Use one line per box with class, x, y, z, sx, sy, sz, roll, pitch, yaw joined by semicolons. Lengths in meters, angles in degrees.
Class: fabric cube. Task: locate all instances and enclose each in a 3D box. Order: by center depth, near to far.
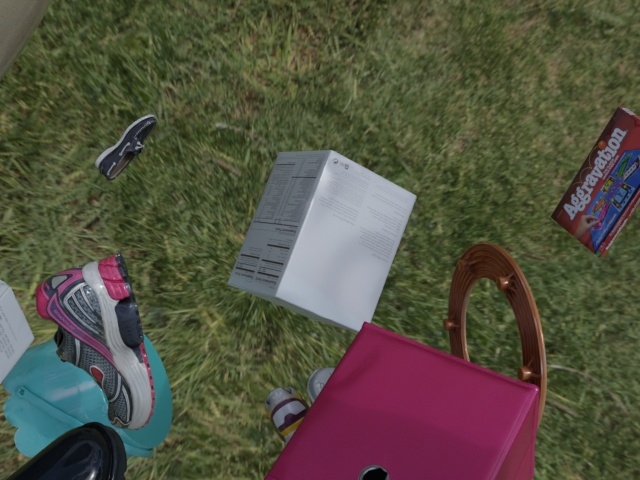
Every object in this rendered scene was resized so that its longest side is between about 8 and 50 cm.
fabric cube;0.119;0.310;1.114;0.254;0.259;0.258;19;56;27

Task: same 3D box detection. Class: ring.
ring;0.268;0.170;1.383;0.032;0.336;0.337;-6;88;-14

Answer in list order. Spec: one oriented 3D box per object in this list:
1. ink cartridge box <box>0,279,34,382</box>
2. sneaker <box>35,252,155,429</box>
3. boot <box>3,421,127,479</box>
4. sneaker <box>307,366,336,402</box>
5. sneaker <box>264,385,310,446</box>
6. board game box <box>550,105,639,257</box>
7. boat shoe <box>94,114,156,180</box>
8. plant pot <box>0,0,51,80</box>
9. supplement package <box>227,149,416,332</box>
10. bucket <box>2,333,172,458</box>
ink cartridge box;-0.348;0.112;0.724;0.127;0.175;0.072;6;131;19
sneaker;-0.283;0.138;1.105;0.112;0.299;0.121;-14;43;-14
boot;-0.294;0.229;0.681;0.094;0.207;0.246;31;80;40
sneaker;0.105;0.316;1.594;0.281;0.115;0.105;31;60;11
sneaker;-0.043;0.257;1.275;0.069;0.185;0.084;-29;78;-11
board game box;0.599;-0.119;1.766;0.027;0.145;0.281;-5;131;-40
boat shoe;-0.302;-0.147;1.356;0.125;0.046;0.038;-42;74;3
plant pot;-0.286;-0.191;0.546;0.284;0.284;0.191;0;107;-4
supplement package;0.000;0.000;1.520;0.199;0.198;0.263;25;81;-29
bucket;-0.405;0.284;1.537;0.183;0.281;0.281;-22;89;15
